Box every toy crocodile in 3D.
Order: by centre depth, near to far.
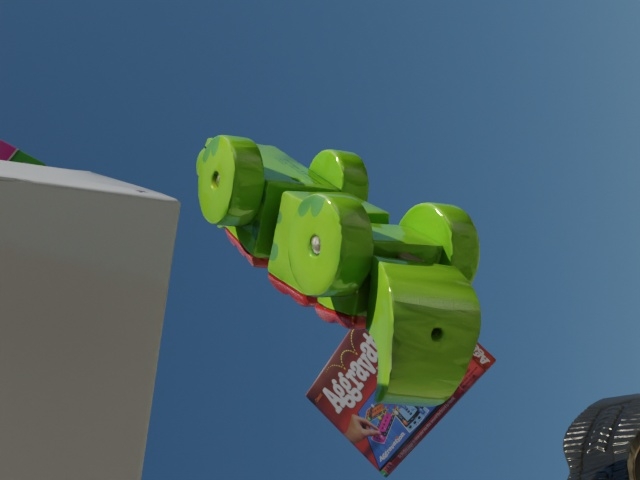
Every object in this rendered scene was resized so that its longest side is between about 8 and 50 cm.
[{"bbox_3d":[0.000,0.000,0.741,0.115,0.340,0.105,3,-71,-33],"label":"toy crocodile"}]

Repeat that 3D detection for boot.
[{"bbox_3d":[0.267,0.236,0.927,0.137,0.076,0.198,64,-148,-14],"label":"boot"}]

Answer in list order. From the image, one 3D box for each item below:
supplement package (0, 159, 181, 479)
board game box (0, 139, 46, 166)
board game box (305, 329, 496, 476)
[{"bbox_3d":[-0.222,0.083,0.623,0.199,0.198,0.263,7,-85,-27],"label":"supplement package"},{"bbox_3d":[-0.542,-0.066,1.319,0.242,0.316,0.064,-64,7,-24],"label":"board game box"},{"bbox_3d":[0.082,0.159,1.217,0.027,0.145,0.281,-35,-17,-37],"label":"board game box"}]
